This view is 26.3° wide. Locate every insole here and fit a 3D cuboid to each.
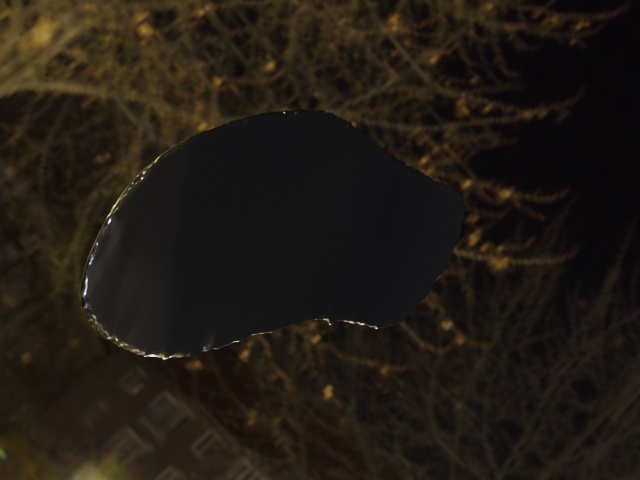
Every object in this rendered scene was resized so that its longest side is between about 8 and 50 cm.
[{"bbox_3d":[-0.001,0.000,0.428,0.003,0.080,0.232,31,11,24],"label":"insole"}]
